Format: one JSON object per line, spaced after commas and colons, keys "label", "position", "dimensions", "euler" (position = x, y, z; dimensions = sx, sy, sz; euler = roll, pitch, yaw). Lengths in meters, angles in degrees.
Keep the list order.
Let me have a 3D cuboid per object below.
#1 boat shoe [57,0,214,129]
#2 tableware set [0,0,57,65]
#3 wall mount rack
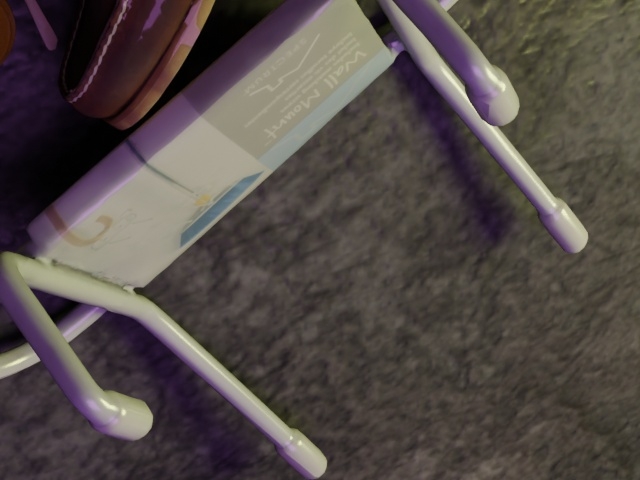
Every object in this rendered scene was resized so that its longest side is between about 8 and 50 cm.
{"label": "boat shoe", "position": [-0.066, -0.147, 0.558], "dimensions": [0.073, 0.073, 0.207], "euler": [18, 106, -34]}
{"label": "tableware set", "position": [-0.193, -0.097, 0.558], "dimensions": [0.154, 0.024, 0.104], "euler": [-25, 128, -9]}
{"label": "wall mount rack", "position": [0.000, 0.000, 0.667], "dimensions": [0.350, 0.130, 0.304], "euler": [-41, 163, 5]}
